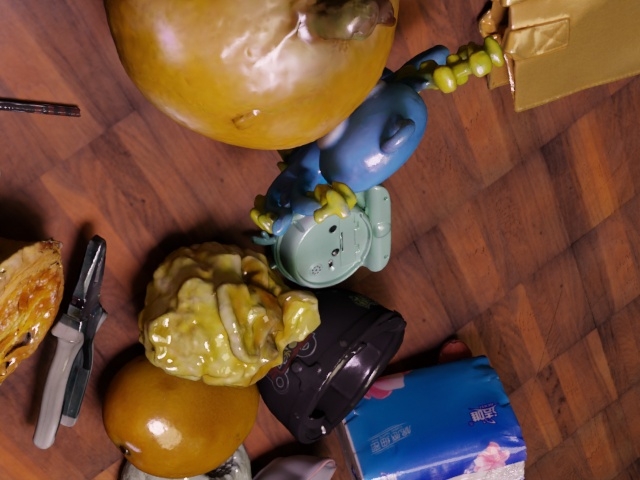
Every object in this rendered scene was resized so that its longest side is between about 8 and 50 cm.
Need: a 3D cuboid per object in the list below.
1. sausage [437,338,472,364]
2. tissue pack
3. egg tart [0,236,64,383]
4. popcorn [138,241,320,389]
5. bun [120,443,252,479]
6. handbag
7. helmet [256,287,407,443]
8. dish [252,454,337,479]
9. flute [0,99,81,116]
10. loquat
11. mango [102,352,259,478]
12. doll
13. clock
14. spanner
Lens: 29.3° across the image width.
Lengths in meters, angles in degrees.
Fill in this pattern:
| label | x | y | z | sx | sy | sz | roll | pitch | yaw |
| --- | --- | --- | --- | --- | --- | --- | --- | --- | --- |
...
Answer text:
| label | x | y | z | sx | sy | sz | roll | pitch | yaw |
| --- | --- | --- | --- | --- | --- | --- | --- | --- | --- |
| sausage | 0.224 | 0.206 | 2.057 | 0.059 | 0.054 | 0.094 | -18 | 133 | -15 |
| tissue pack | 0.170 | 0.306 | 1.941 | 0.269 | 0.209 | 0.137 | -10 | 139 | -8 |
| egg tart | -0.418 | 0.091 | 1.432 | 0.297 | 0.132 | 0.297 | -51 | 175 | -6 |
| popcorn | -0.125 | 0.100 | 1.607 | 0.235 | 0.216 | 0.181 | -18 | 122 | -68 |
| bun | -0.194 | 0.371 | 1.835 | 0.212 | 0.126 | 0.204 | -22 | 134 | -22 |
| handbag | 0.346 | -0.388 | 1.641 | 0.283 | 0.133 | 0.401 | -21 | 132 | -15 |
| helmet | 0.002 | 0.163 | 1.786 | 0.231 | 0.160 | 0.279 | -57 | 165 | 9 |
| dish | -0.075 | 0.407 | 1.953 | 0.229 | 0.081 | 0.229 | -42 | 162 | -17 |
| flute | -0.393 | -0.154 | 1.367 | 0.269 | 0.014 | 0.014 | 2 | 121 | -37 |
| loquat | -0.056 | -0.251 | 1.293 | 0.328 | 0.359 | 0.329 | -13 | 113 | -31 |
| mango | -0.189 | 0.245 | 1.716 | 0.254 | 0.139 | 0.176 | 10 | 85 | -43 |
| doll | 0.042 | -0.144 | 1.478 | 0.346 | 0.341 | 0.099 | -42 | 112 | -11 |
| clock | 0.000 | 0.000 | 1.731 | 0.210 | 0.066 | 0.159 | -22 | 132 | -20 |
| spanner | -0.318 | 0.132 | 1.594 | 0.096 | 0.040 | 0.325 | -50 | 161 | -58 |
